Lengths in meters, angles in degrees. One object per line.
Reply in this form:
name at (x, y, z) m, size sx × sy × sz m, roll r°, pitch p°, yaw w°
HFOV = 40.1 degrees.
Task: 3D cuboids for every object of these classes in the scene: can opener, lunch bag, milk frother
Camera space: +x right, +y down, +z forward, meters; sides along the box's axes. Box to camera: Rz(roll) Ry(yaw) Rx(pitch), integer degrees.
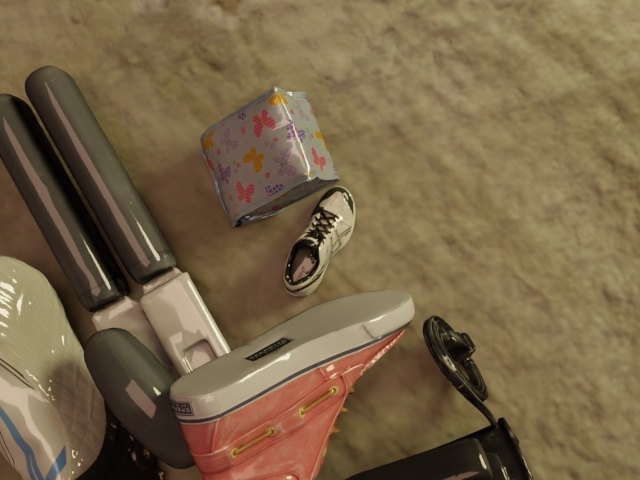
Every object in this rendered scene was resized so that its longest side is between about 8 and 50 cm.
can opener at (-0.140, 0.014, 0.577) m, size 0.076 × 0.095 × 0.283 m, roll -30°, pitch 87°, yaw 3°
lunch bag at (-0.039, -0.056, 0.601) m, size 0.083 × 0.053 × 0.071 m, roll -27°, pitch 79°, yaw 27°
milk frother at (0.055, 0.138, 0.552) m, size 0.135 × 0.129 × 0.143 m, roll -20°, pitch 37°, yaw 2°

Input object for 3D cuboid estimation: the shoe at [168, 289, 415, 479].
shoe at (-0.007, 0.097, 0.557) m, size 0.178 × 0.063 × 0.081 m, roll -23°, pitch 107°, yaw -31°

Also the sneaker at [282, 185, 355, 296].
sneaker at (0.000, 0.000, 0.597) m, size 0.032 × 0.037 × 0.083 m, roll 23°, pitch 83°, yaw 10°

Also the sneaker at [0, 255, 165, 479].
sneaker at (-0.179, 0.124, 0.585) m, size 0.086 × 0.085 × 0.237 m, roll -30°, pitch 86°, yaw 39°
